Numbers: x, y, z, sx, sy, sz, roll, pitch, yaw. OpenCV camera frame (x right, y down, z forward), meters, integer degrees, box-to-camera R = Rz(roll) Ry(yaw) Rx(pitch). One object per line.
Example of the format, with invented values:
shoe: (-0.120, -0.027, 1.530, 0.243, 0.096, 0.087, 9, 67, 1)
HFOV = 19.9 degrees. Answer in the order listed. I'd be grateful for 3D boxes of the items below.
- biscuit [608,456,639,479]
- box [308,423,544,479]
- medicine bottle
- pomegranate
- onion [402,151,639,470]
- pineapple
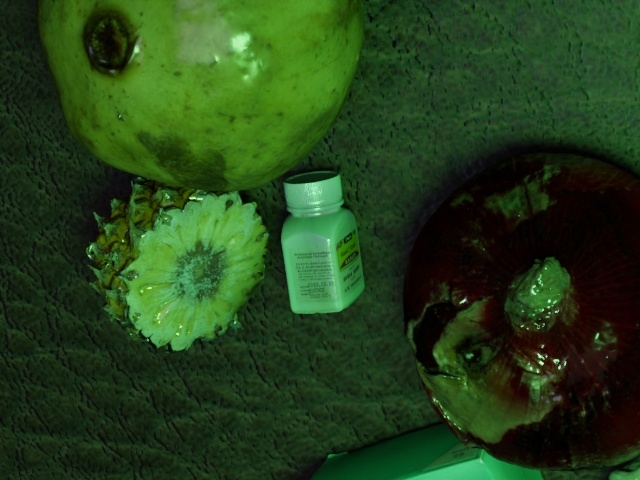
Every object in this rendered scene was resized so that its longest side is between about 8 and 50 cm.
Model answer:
biscuit: (0.310, 0.311, 1.587, 0.179, 0.084, 0.281, -24, 99, 9)
box: (0.130, 0.330, 1.657, 0.205, 0.118, 0.311, -19, 98, 23)
medicine bottle: (0.000, 0.000, 1.632, 0.055, 0.074, 0.118, -3, 103, 22)
pomegranate: (-0.093, -0.173, 1.518, 0.281, 0.281, 0.281, 6, 107, 19)
onion: (0.183, 0.060, 1.494, 0.272, 0.195, 0.272, -3, 84, 23)
pineapple: (-0.148, 0.003, 1.667, 0.137, 0.161, 0.176, 38, 146, 42)
